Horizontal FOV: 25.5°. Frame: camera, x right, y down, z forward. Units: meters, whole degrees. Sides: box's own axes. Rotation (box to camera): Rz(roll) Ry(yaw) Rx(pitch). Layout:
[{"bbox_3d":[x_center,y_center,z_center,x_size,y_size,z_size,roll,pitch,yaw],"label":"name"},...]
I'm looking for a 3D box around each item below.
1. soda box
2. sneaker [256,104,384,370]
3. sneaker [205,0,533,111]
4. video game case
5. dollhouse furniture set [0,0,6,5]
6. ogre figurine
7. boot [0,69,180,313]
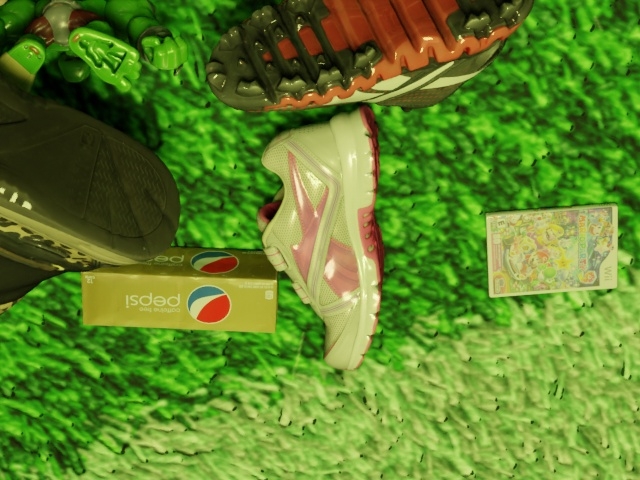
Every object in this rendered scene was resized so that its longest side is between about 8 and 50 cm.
[{"bbox_3d":[-0.130,0.044,1.320,0.181,0.061,0.058,2,117,-1],"label":"soda box"},{"bbox_3d":[0.000,0.000,1.285,0.111,0.103,0.252,-1,110,5],"label":"sneaker"},{"bbox_3d":[0.040,-0.153,1.177,0.276,0.097,0.135,-18,159,-9],"label":"sneaker"},{"bbox_3d":[0.218,0.010,1.330,0.122,0.011,0.087,-5,116,2],"label":"video game case"},{"bbox_3d":[-0.437,-0.229,1.098,0.303,0.198,0.286,-25,121,17],"label":"dollhouse furniture set"},{"bbox_3d":[-0.209,-0.172,1.183,0.197,0.118,0.097,-18,119,10],"label":"ogre figurine"},{"bbox_3d":[-0.337,-0.055,1.152,0.377,0.138,0.284,26,148,-29],"label":"boot"}]
